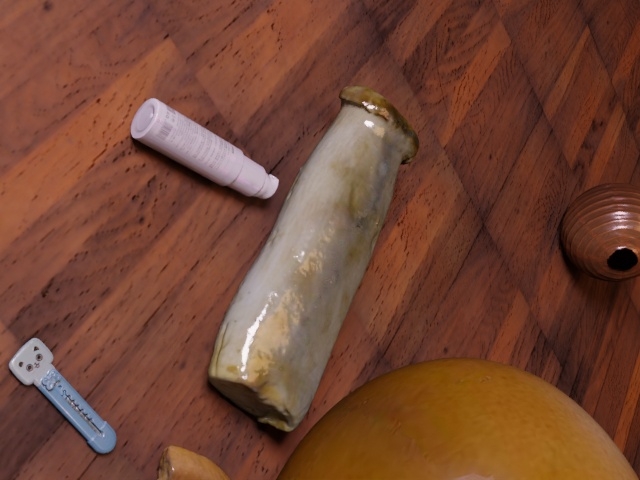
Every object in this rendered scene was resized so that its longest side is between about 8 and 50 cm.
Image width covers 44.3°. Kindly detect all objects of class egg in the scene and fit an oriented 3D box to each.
[{"bbox_3d":[0.087,0.256,0.528,0.282,0.282,0.351,11,81,-46],"label":"egg"}]

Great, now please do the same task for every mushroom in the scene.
[{"bbox_3d":[0.000,0.000,0.664,0.100,0.081,0.312,42,59,-31],"label":"mushroom"}]

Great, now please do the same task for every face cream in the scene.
[{"bbox_3d":[-0.085,-0.065,0.611,0.130,0.034,0.034,28,63,-41],"label":"face cream"}]

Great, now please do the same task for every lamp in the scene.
[{"bbox_3d":[0.390,-0.011,1.044,0.136,0.136,0.136,11,75,-46],"label":"lamp"}]

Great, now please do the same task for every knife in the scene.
[{"bbox_3d":[-0.164,0.104,0.512,0.096,0.010,0.027,57,48,-24],"label":"knife"}]

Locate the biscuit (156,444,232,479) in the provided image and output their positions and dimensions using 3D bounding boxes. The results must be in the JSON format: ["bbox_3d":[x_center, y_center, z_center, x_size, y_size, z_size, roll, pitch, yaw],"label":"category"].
[{"bbox_3d":[-0.093,0.270,0.543,0.144,0.033,0.224,38,57,-37],"label":"biscuit"}]
